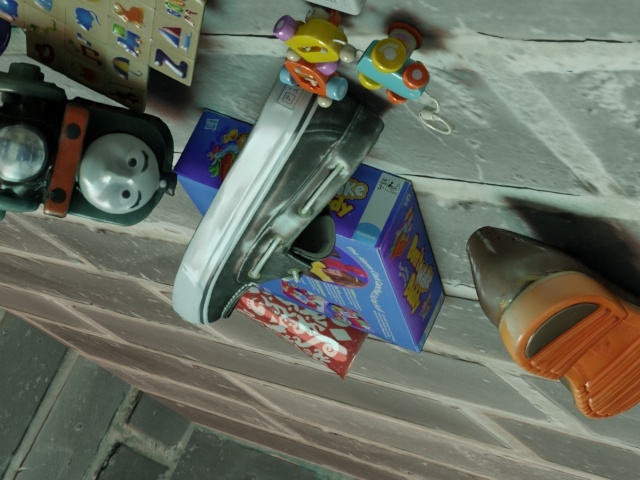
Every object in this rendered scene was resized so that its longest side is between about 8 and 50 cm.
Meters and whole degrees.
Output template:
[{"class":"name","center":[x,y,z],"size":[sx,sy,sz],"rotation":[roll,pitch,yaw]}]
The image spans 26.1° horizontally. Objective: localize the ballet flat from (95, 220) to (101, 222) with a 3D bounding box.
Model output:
[{"class":"ballet flat","center":[-0.339,-0.089,1.817],"size":[0.188,0.070,0.070],"rotation":[35,162,-26]}]

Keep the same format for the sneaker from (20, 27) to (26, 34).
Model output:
[{"class":"sneaker","center":[-0.232,-0.199,1.240],"size":[0.083,0.071,0.190],"rotation":[40,160,-26]}]

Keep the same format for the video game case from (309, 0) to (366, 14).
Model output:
[{"class":"video game case","center":[-0.074,-0.236,0.948],"size":[0.201,0.023,0.183],"rotation":[21,164,20]}]

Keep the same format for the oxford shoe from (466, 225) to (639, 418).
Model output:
[{"class":"oxford shoe","center":[0.256,0.074,1.346],"size":[0.133,0.130,0.363],"rotation":[55,-169,34]}]

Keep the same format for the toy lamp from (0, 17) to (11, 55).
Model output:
[{"class":"toy lamp","center":[-0.330,-0.224,1.291],"size":[0.080,0.080,0.275],"rotation":[27,166,-4]}]

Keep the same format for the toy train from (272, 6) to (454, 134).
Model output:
[{"class":"toy train","center":[0.031,-0.138,1.069],"size":[0.166,0.046,0.125],"rotation":[20,165,32]}]

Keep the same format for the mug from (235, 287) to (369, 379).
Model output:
[{"class":"mug","center":[-0.018,0.097,1.809],"size":[0.169,0.113,0.150],"rotation":[28,163,3]}]

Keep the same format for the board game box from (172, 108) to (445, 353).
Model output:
[{"class":"board game box","center":[0.000,0.000,1.509],"size":[0.233,0.078,0.347],"rotation":[21,164,18]}]

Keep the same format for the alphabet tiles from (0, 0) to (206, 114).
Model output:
[{"class":"alphabet tiles","center":[-0.188,-0.192,1.118],"size":[0.198,0.009,0.237],"rotation":[27,152,3]}]

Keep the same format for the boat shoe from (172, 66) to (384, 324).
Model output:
[{"class":"boat shoe","center":[-0.044,-0.012,1.267],"size":[0.119,0.121,0.335],"rotation":[29,139,-2]}]

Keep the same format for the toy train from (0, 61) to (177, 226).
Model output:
[{"class":"toy train","center":[-0.230,-0.083,1.292],"size":[0.190,0.142,0.334],"rotation":[12,-176,-10]}]
